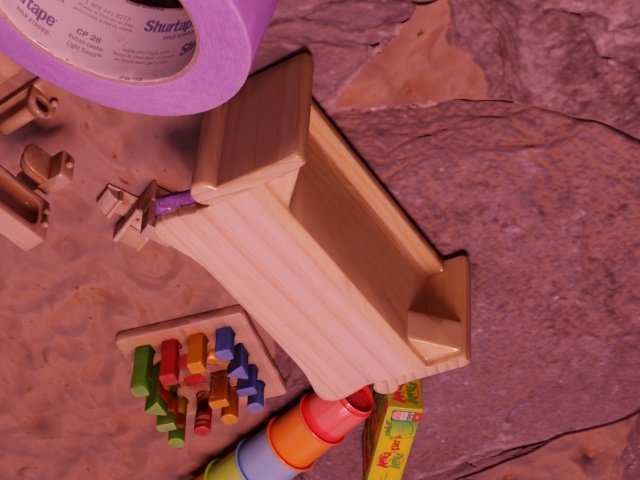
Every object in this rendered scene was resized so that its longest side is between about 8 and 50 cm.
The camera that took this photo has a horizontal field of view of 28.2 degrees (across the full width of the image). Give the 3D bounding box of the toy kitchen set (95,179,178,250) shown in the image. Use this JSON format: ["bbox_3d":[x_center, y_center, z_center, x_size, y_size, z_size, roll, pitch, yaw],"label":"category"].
[{"bbox_3d":[-0.199,-0.016,1.333,0.068,0.075,0.083,27,125,-24],"label":"toy kitchen set"}]

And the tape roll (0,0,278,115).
[{"bbox_3d":[-0.173,-0.220,1.048,0.274,0.090,0.275,16,153,8],"label":"tape roll"}]

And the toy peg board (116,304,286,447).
[{"bbox_3d":[-0.142,0.172,1.523,0.160,0.079,0.161,-13,134,13],"label":"toy peg board"}]

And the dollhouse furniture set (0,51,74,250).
[{"bbox_3d":[-0.272,-0.107,1.188,0.123,0.151,0.144,-27,132,24],"label":"dollhouse furniture set"}]

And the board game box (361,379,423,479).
[{"bbox_3d":[0.086,0.225,1.567,0.043,0.092,0.181,5,135,-6],"label":"board game box"}]

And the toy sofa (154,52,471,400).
[{"bbox_3d":[0.000,0.000,1.300,0.177,0.150,0.362,-21,132,26],"label":"toy sofa"}]

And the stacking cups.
[{"bbox_3d":[-0.052,0.275,1.627,0.096,0.096,0.316,33,123,-29],"label":"stacking cups"}]

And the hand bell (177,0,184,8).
[{"bbox_3d":[-0.077,-0.277,1.073,0.126,0.126,0.242,17,146,-17],"label":"hand bell"}]
